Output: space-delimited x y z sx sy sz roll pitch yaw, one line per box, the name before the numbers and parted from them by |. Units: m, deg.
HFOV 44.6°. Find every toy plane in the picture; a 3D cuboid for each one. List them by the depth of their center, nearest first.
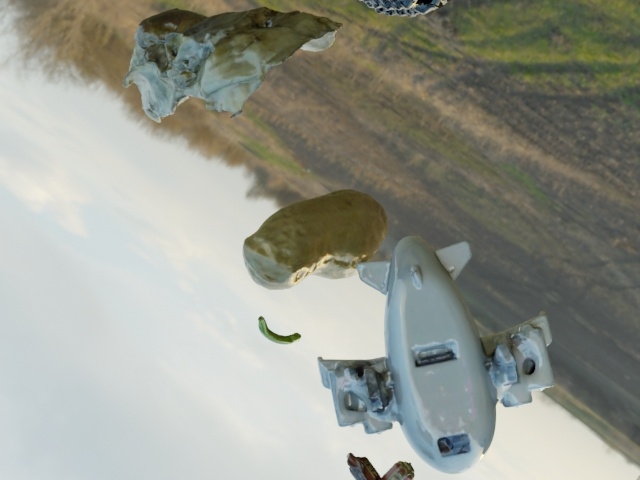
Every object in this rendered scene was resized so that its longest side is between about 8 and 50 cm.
toy plane | 0.116 0.113 0.799 0.244 0.245 0.117 38 176 12

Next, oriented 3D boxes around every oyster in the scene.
oyster | -0.102 -0.182 0.762 0.232 0.161 0.107 -7 110 37

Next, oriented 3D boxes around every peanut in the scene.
peanut | 0.000 0.000 0.925 0.226 0.095 0.108 -16 -114 -46

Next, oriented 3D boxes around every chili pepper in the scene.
chili pepper | -0.059 0.126 1.075 0.083 0.030 0.017 23 177 -40

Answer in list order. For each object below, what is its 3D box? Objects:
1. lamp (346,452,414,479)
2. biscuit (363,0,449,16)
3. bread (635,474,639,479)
lamp | 0.047 0.230 0.672 0.063 0.083 0.031 2 167 25
biscuit | 0.093 -0.330 0.809 0.053 0.194 0.194 -2 -148 -49
bread | 0.506 0.402 1.002 0.187 0.155 0.338 46 -168 13
